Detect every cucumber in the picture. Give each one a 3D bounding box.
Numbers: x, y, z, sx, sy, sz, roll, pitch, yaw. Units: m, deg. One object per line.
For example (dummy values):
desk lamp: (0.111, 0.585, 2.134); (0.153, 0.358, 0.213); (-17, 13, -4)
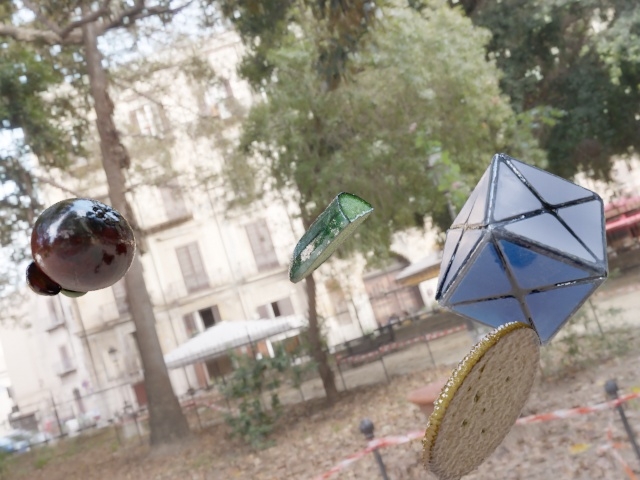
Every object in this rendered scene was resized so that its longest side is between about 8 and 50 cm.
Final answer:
cucumber: (0.000, 0.000, 1.463); (0.115, 0.063, 0.244); (-30, -14, -50)

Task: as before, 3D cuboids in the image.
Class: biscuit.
biscuit: (0.268, 0.269, 1.290); (0.305, 0.305, 0.038); (-9, 29, -45)

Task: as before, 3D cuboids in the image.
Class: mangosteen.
mangosteen: (-0.416, 0.021, 1.319); (0.199, 0.200, 0.200); (-18, -9, -3)

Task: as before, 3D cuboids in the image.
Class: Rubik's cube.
Rubik's cube: (0.404, 0.017, 1.564); (0.260, 0.255, 0.259); (23, -48, -5)
